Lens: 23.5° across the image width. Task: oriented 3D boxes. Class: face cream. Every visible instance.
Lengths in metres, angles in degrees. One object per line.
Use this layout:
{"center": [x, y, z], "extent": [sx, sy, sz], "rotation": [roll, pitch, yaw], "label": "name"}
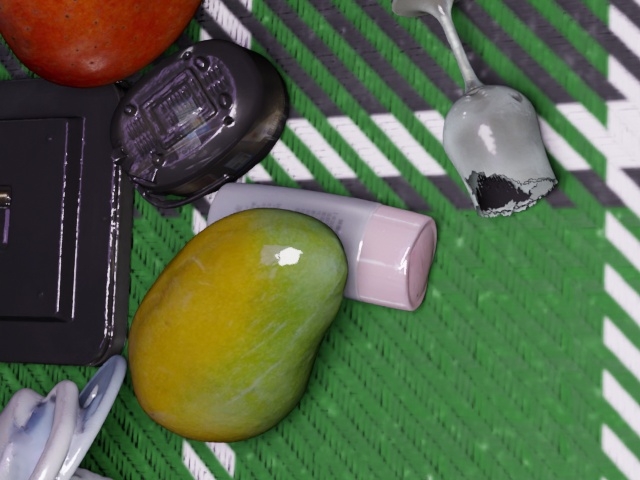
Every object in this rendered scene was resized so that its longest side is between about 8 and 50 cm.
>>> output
{"center": [0.000, 0.000, 1.299], "extent": [0.198, 0.057, 0.084], "rotation": [14, 94, 26], "label": "face cream"}

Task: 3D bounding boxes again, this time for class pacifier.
{"center": [-0.215, 0.243, 1.341], "extent": [0.207, 0.227, 0.279], "rotation": [33, 104, -14], "label": "pacifier"}

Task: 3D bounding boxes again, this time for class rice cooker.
{"center": [-0.108, -0.103, 1.341], "extent": [0.165, 0.106, 0.112], "rotation": [-36, 73, 8], "label": "rice cooker"}

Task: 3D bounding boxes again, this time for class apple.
{"center": [-0.206, -0.259, 1.347], "extent": [0.234, 0.234, 0.234], "rotation": [-3, 83, 28], "label": "apple"}

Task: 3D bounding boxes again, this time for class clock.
{"center": [-0.304, -0.019, 1.465], "extent": [0.279, 0.049, 0.273], "rotation": [-1, 85, 28], "label": "clock"}

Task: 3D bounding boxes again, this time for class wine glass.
{"center": [0.124, -0.118, 1.233], "extent": [0.079, 0.079, 0.195], "rotation": [-28, 71, 23], "label": "wine glass"}

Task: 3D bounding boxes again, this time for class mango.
{"center": [-0.070, 0.069, 1.264], "extent": [0.156, 0.114, 0.251], "rotation": [41, 131, 11], "label": "mango"}
